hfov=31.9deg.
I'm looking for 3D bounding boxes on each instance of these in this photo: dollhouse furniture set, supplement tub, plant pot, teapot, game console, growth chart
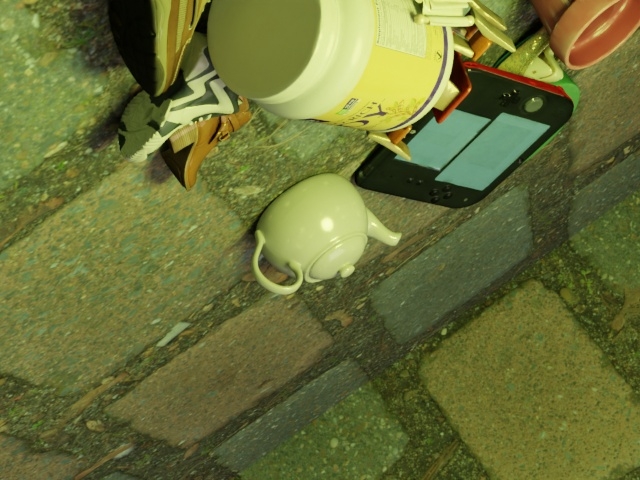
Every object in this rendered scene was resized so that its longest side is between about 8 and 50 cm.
[{"bbox_3d":[0.201,-0.286,1.869,0.135,0.259,0.262,31,118,-24],"label":"dollhouse furniture set"},{"bbox_3d":[0.019,-0.289,1.640,0.241,0.241,0.331,-47,154,27],"label":"supplement tub"},{"bbox_3d":[0.482,-0.450,2.082,0.201,0.180,0.201,-30,158,-14],"label":"plant pot"},{"bbox_3d":[0.000,0.000,2.283,0.256,0.187,0.252,-39,158,11],"label":"teapot"},{"bbox_3d":[0.303,-0.206,2.330,0.341,0.060,0.386,6,141,-38],"label":"game console"},{"bbox_3d":[0.169,-0.423,1.652,0.021,0.237,0.172,-14,170,40],"label":"growth chart"}]

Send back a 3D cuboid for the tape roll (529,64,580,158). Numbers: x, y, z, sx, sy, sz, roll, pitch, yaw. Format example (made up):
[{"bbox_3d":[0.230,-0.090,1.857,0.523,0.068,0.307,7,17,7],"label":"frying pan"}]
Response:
[{"bbox_3d":[0.437,-0.264,2.539,0.321,0.077,0.321,-30,158,-13],"label":"tape roll"}]

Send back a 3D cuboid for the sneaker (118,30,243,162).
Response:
[{"bbox_3d":[-0.193,-0.201,1.698,0.153,0.094,0.235,12,120,-46],"label":"sneaker"}]

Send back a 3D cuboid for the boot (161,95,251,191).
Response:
[{"bbox_3d":[-0.181,-0.167,1.834,0.152,0.073,0.197,-34,161,-17],"label":"boot"}]

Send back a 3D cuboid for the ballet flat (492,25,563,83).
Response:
[{"bbox_3d":[0.483,-0.395,2.286,0.348,0.123,0.123,-44,157,20],"label":"ballet flat"}]

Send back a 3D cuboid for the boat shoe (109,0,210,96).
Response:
[{"bbox_3d":[-0.194,-0.315,1.447,0.119,0.123,0.324,-29,158,-25],"label":"boat shoe"}]
